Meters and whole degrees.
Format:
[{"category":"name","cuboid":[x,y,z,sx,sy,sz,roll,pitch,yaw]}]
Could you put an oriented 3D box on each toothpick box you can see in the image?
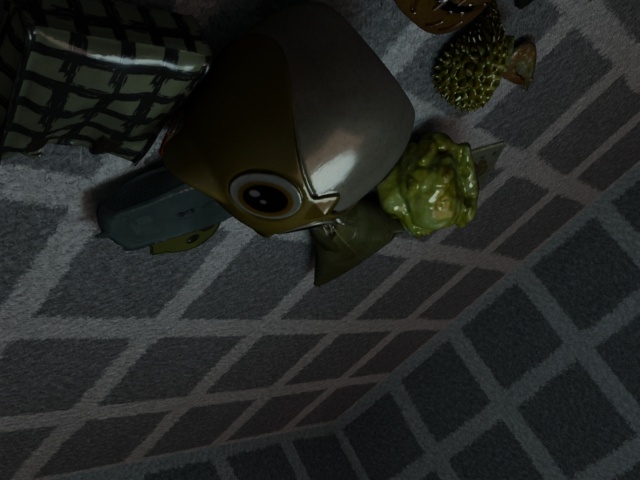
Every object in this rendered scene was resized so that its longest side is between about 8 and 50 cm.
[{"category":"toothpick box","cuboid":[-0.058,-0.216,1.350,0.425,0.409,0.409,-40,152,7]}]

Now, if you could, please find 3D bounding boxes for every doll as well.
[{"category":"doll","cuboid":[-0.287,-0.261,1.438,0.109,0.057,0.169,-26,141,-50]}]

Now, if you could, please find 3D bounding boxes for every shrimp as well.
[{"category":"shrimp","cuboid":[0.574,-0.497,1.947,0.115,0.051,0.217,-30,154,9]}]

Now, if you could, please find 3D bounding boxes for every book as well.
[{"category":"book","cuboid":[0.487,-0.235,2.315,0.295,0.020,0.208,-18,149,-26]}]

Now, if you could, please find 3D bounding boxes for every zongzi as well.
[{"category":"zongzi","cuboid":[0.000,0.000,2.034,0.418,0.181,0.447,-45,148,24]}]

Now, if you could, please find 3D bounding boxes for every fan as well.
[{"category":"fan","cuboid":[-0.326,-0.062,1.761,0.335,0.011,0.229,-40,152,14]}]

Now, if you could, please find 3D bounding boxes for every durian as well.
[{"category":"durian","cuboid":[0.401,-0.455,1.738,0.166,0.172,0.306,-40,156,-44]}]

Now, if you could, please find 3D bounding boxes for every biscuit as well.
[{"category":"biscuit","cuboid":[0.304,-0.608,1.475,0.314,0.063,0.367,-42,150,21]}]

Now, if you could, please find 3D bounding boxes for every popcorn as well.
[{"category":"popcorn","cuboid":[0.326,-0.172,2.003,0.312,0.312,0.312,-25,152,-14]}]

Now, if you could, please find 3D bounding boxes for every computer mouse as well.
[{"category":"computer mouse","cuboid":[-0.351,-0.092,1.572,0.371,0.122,0.188,-21,148,-8]}]

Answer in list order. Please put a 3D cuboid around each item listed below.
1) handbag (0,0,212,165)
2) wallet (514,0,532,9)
[{"category":"handbag","cuboid":[-0.407,-0.271,1.185,0.325,0.162,0.327,-2,146,-41]},{"category":"wallet","cuboid":[0.530,-0.672,1.622,0.168,0.052,0.245,-39,159,5]}]
